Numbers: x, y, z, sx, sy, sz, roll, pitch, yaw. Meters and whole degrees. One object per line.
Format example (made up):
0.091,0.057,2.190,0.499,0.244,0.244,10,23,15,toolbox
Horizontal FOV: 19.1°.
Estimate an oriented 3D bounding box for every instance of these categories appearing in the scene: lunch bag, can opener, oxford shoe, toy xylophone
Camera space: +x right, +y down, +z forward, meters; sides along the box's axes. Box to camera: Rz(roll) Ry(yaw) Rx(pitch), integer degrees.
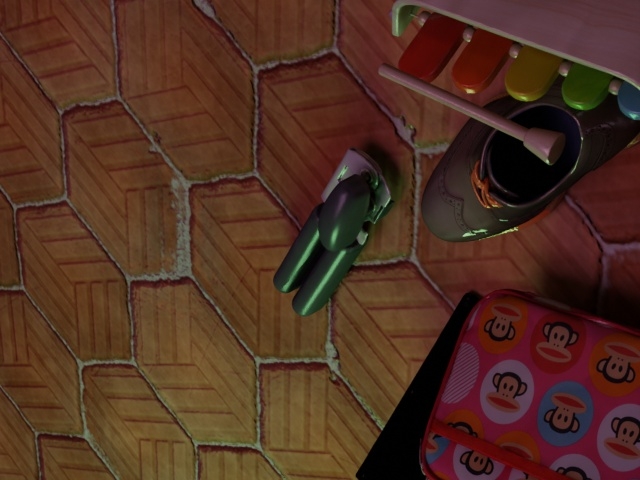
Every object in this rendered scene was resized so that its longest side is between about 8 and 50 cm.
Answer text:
0.245,0.201,1.875,0.293,0.120,0.258,19,87,42,lunch bag
0.000,0.000,2.155,0.076,0.095,0.283,50,143,15,can opener
0.182,-0.079,1.846,0.130,0.133,0.364,56,144,5,oxford shoe
0.189,-0.180,1.685,0.323,0.236,0.081,32,162,31,toy xylophone

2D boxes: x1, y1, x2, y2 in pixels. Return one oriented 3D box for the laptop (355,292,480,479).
0.247,0.336,2.098,0.382,0.236,0.408,44,115,38,laptop
